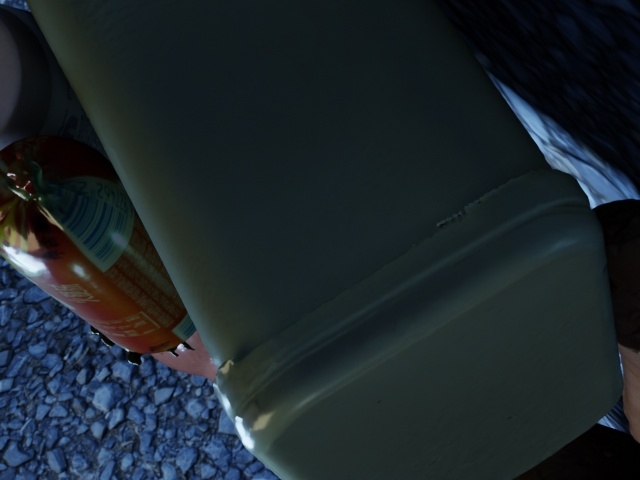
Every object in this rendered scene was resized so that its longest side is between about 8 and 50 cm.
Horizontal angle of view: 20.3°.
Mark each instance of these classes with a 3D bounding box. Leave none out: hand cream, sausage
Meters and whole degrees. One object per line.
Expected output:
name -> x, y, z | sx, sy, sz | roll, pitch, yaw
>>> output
hand cream -> -0.154, -0.078, 0.961 | 0.248, 0.083, 0.133 | 14, -125, -77
sausage -> 0.206, 0.064, 1.084 | 0.078, 0.078, 0.304 | 41, 172, 31
sausage -> -0.115, 0.000, 0.919 | 0.083, 0.083, 0.264 | 43, 175, 16

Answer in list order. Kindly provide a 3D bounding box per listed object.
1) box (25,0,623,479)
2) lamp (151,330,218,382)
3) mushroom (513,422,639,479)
box -> -0.006, -0.049, 0.913 | 0.344, 0.177, 0.352 | 60, -179, 21
lamp -> -0.049, -0.017, 1.505 | 0.305, 0.240, 0.305 | 14, -146, -10
mushroom -> 0.233, 0.347, 1.602 | 0.331, 0.356, 0.334 | 23, 174, -6
